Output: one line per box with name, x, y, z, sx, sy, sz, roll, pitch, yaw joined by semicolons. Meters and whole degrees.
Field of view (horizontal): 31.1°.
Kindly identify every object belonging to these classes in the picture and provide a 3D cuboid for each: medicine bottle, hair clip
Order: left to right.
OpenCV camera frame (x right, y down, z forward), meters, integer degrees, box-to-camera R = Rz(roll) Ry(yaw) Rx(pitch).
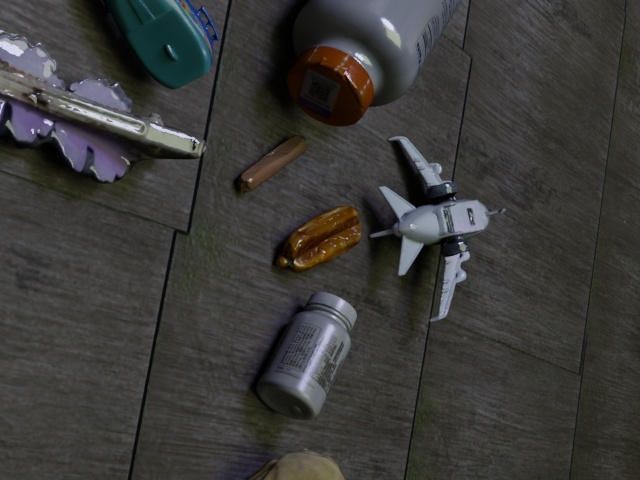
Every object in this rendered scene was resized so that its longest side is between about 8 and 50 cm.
hair clip;-0.230;-0.117;1.070;0.292;0.085;0.106;19;80;-45
medicine bottle;-0.012;0.133;1.344;0.079;0.079;0.140;53;51;-38
medicine bottle;0.066;-0.266;1.373;0.157;0.157;0.288;57;50;-35

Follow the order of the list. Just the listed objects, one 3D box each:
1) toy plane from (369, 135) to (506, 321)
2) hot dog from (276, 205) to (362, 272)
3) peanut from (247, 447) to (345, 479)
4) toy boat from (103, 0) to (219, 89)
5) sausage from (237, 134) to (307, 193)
toy plane;0.170;-0.024;1.555;0.255;0.101;0.251;-9;86;-51
hot dog;-0.002;0.000;1.389;0.144;0.038;0.062;-29;116;-45
peanut;-0.057;0.380;1.253;0.149;0.149;0.313;28;74;-49
toy boat;-0.172;-0.245;1.149;0.175;0.091;0.110;56;16;-32
sausage;-0.057;-0.088;1.327;0.116;0.026;0.026;-41;122;-43
